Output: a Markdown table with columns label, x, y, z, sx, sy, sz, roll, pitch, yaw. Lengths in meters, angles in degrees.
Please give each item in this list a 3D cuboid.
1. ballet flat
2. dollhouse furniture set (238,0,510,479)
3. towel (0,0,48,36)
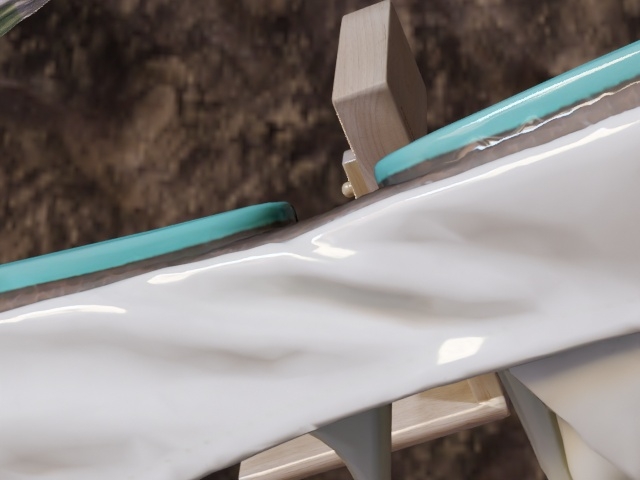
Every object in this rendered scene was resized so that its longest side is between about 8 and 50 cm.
| label | x | y | z | sx | sy | sz | roll | pitch | yaw |
| --- | --- | --- | --- | --- | --- | --- | --- | --- | --- |
| ballet flat | 0.023 | 0.032 | 0.512 | 0.400 | 0.139 | 0.139 | -18 | -41 | 10 |
| dollhouse furniture set | 0.000 | 0.000 | 0.857 | 0.123 | 0.144 | 0.151 | -19 | -68 | 11 |
| towel | -0.221 | -0.282 | 1.398 | 0.325 | 0.248 | 0.038 | -35 | -16 | -29 |
